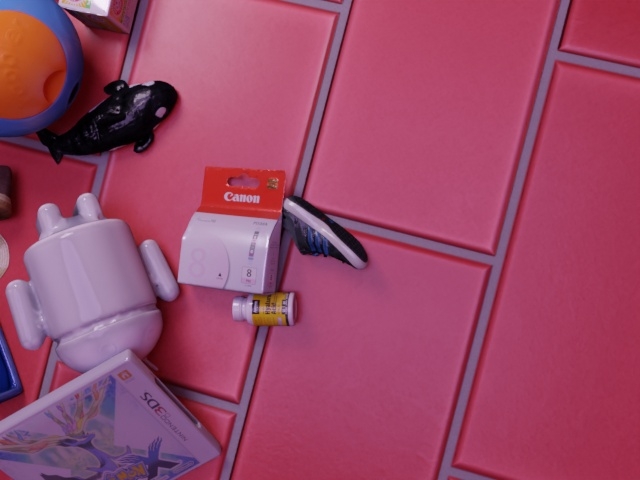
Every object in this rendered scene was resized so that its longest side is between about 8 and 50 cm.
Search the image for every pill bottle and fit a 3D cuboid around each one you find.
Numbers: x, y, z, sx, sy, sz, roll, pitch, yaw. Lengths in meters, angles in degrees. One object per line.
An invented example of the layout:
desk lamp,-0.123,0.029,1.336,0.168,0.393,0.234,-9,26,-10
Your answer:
pill bottle,-0.105,0.130,1.366,0.116,0.065,0.065,-1,88,7

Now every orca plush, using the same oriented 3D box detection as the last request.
orca plush,-0.424,-0.242,1.396,0.287,0.102,0.151,-8,87,7

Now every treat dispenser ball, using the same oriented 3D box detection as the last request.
treat dispenser ball,-0.584,-0.333,1.319,0.288,0.288,0.288,0,88,7

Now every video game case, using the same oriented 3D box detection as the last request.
video game case,-0.399,0.376,1.324,0.329,0.036,0.300,-29,122,6

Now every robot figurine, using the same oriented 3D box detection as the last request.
robot figurine,-0.416,0.096,1.337,0.299,0.200,0.354,-19,85,-23

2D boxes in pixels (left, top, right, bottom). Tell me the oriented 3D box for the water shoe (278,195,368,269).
water shoe,0.000,0.000,1.363,0.203,0.073,0.080,40,111,13

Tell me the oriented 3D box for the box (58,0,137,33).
box,-0.414,-0.522,1.398,0.103,0.114,0.203,14,91,8

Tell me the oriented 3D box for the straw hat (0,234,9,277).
straw hat,-0.706,0.032,1.445,0.144,0.061,0.145,0,89,7

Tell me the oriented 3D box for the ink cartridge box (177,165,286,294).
ink cartridge box,-0.168,-0.023,1.360,0.189,0.066,0.233,6,93,24

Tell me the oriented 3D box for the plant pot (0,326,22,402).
plant pot,-0.749,0.239,1.364,0.212,0.236,0.236,-23,86,12

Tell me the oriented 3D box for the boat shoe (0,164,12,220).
boat shoe,-0.779,-0.104,1.438,0.341,0.123,0.123,-2,74,7
